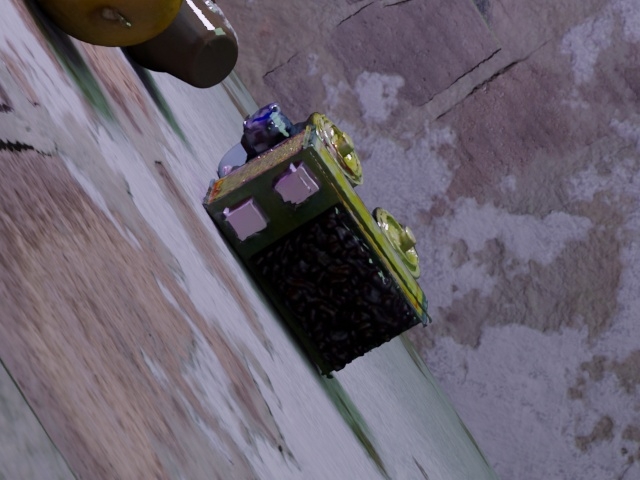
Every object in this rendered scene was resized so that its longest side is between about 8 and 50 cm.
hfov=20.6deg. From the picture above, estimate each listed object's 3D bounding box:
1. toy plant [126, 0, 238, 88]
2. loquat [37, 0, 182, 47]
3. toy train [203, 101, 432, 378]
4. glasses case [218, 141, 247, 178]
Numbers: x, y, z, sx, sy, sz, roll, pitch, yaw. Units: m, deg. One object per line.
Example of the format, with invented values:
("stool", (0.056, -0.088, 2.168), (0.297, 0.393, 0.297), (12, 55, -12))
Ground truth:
("toy plant", (-0.164, -0.233, 1.792), (0.200, 0.105, 0.143), (46, -11, 31))
("loquat", (-0.163, -0.218, 1.364), (0.141, 0.141, 0.141), (57, 3, -5))
("toy train", (0.000, 0.000, 1.659), (0.261, 0.134, 0.177), (55, 17, -17))
("glasses case", (-0.062, -0.055, 1.841), (0.045, 0.067, 0.178), (52, 5, -33))
